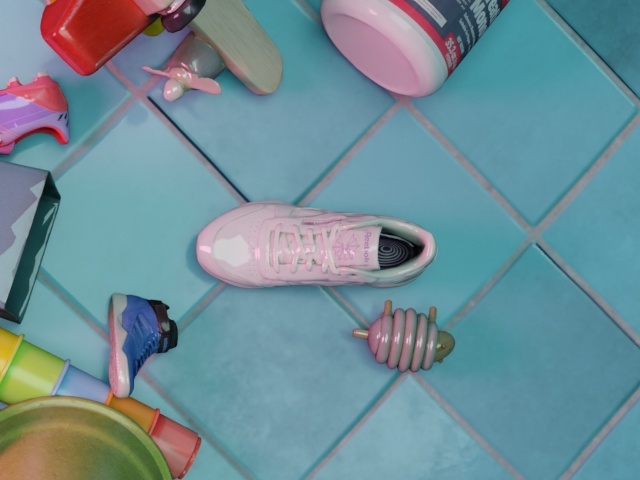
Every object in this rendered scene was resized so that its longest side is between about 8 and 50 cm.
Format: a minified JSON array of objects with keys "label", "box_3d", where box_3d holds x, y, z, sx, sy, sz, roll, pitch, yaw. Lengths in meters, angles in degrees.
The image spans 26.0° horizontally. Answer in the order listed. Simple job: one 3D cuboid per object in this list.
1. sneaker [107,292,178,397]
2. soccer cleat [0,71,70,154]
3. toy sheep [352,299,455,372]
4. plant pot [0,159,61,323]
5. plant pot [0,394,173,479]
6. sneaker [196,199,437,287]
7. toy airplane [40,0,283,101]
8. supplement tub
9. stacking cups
[{"label":"sneaker","box_3d":[-0.212,0.128,1.684,0.084,0.058,0.152,6,41,-16]},{"label":"soccer cleat","box_3d":[-0.427,-0.136,1.687,0.248,0.083,0.095,-16,91,-17]},{"label":"toy sheep","box_3d":[0.106,0.125,1.772,0.132,0.091,0.091,6,81,2]},{"label":"plant pot","box_3d":[-0.447,-0.019,1.627,0.234,0.165,0.166,16,79,-3]},{"label":"plant pot","box_3d":[-0.295,0.339,1.522,0.276,0.254,0.276,-1,101,-7]},{"label":"sneaker","box_3d":[0.000,0.000,1.728,0.305,0.152,0.114,0,85,-12]},{"label":"toy airplane","box_3d":[-0.230,-0.357,1.693,0.384,0.272,0.386,-3,71,-51]},{"label":"supplement tub","box_3d":[0.147,-0.338,1.786,0.191,0.191,0.272,40,76,-5]},{"label":"stacking cups","box_3d":[-0.292,0.191,1.662,0.316,0.096,0.096,26,78,-8]}]
